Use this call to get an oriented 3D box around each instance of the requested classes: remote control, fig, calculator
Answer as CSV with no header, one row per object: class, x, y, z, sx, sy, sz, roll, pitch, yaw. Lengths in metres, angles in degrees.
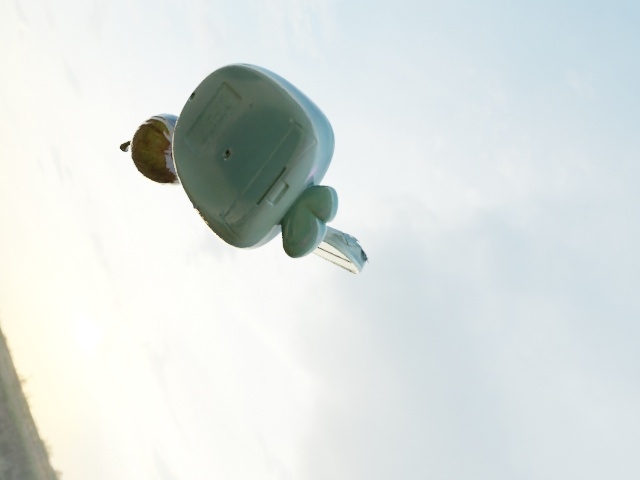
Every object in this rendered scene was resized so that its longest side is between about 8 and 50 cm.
remote control,0.000,0.000,1.077,0.247,0.052,0.104,24,-19,48
fig,-0.521,-0.282,1.644,0.321,0.217,0.217,13,-61,31
calculator,-0.081,-0.096,0.609,0.185,0.041,0.299,-50,-127,12
